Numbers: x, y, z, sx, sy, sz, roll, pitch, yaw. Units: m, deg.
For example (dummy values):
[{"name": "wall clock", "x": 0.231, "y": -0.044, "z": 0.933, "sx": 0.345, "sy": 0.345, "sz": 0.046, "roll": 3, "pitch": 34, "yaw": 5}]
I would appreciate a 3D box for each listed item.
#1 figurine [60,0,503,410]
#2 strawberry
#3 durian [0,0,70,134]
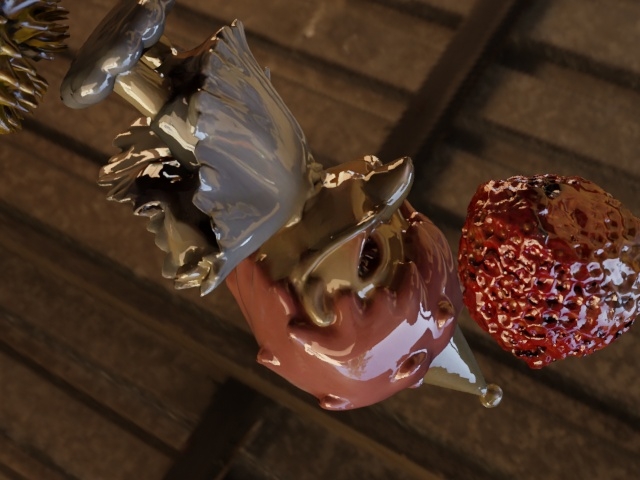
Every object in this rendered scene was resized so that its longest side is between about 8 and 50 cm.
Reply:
[{"name": "figurine", "x": 0.000, "y": 0.000, "z": 0.895, "sx": 0.166, "sy": 0.387, "sz": 0.207, "roll": -38, "pitch": -160, "yaw": 22}, {"name": "strawberry", "x": 0.094, "y": 0.008, "z": 0.575, "sx": 0.083, "sy": 0.096, "sz": 0.083, "roll": -20, "pitch": -132, "yaw": 24}, {"name": "durian", "x": -0.305, "y": -0.192, "z": 0.814, "sx": 0.348, "sy": 0.384, "sz": 0.347, "roll": -24, "pitch": -133, "yaw": 29}]
